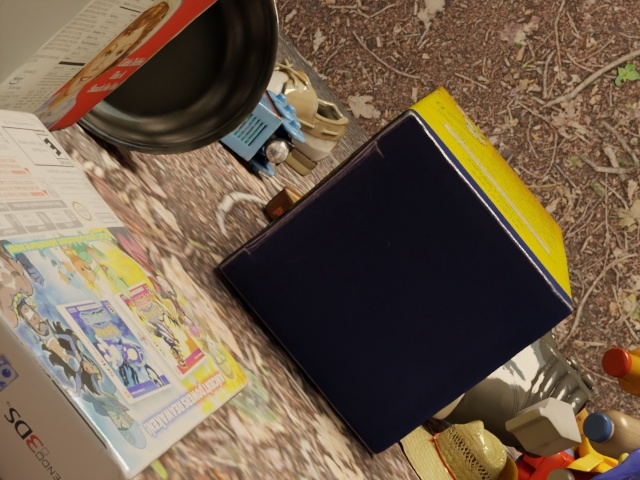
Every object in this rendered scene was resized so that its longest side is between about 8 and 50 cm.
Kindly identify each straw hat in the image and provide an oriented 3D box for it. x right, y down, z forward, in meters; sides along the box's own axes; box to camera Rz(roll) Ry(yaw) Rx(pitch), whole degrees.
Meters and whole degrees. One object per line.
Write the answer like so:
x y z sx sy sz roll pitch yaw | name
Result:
0.128 0.190 1.024 0.144 0.061 0.144 47 9 -10 | straw hat

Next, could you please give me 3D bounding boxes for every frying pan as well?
-0.185 -0.162 0.870 0.053 0.326 0.197 -179 -92 -65 | frying pan

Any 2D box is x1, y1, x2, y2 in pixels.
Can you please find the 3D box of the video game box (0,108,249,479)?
-0.124 0.021 0.519 0.187 0.048 0.205 48 9 4 | video game box

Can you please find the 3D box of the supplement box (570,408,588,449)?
0.308 0.268 1.398 0.233 0.078 0.080 59 5 -23 | supplement box

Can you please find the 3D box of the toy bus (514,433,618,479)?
0.280 0.277 1.202 0.211 0.149 0.220 37 10 6 | toy bus

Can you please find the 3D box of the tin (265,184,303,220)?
0.000 0.000 1.285 0.106 0.040 0.189 58 11 24 | tin

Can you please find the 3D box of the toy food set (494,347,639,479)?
0.210 0.183 1.028 0.104 0.232 0.111 23 46 -42 | toy food set

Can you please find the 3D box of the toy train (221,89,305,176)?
-0.082 -0.148 1.377 0.105 0.080 0.184 39 13 -26 | toy train

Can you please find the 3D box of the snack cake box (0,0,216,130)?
-0.157 -0.140 0.693 0.089 0.152 0.264 49 8 -3 | snack cake box

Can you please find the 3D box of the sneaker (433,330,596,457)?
0.220 0.107 1.227 0.147 0.104 0.296 33 47 -3 | sneaker

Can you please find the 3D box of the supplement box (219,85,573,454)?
0.081 0.004 1.029 0.195 0.194 0.356 51 14 -2 | supplement box

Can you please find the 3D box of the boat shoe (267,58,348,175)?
-0.062 -0.193 1.574 0.113 0.103 0.302 54 10 29 | boat shoe

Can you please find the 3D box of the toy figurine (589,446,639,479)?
0.268 0.259 0.912 0.362 0.217 0.191 40 13 -45 | toy figurine
